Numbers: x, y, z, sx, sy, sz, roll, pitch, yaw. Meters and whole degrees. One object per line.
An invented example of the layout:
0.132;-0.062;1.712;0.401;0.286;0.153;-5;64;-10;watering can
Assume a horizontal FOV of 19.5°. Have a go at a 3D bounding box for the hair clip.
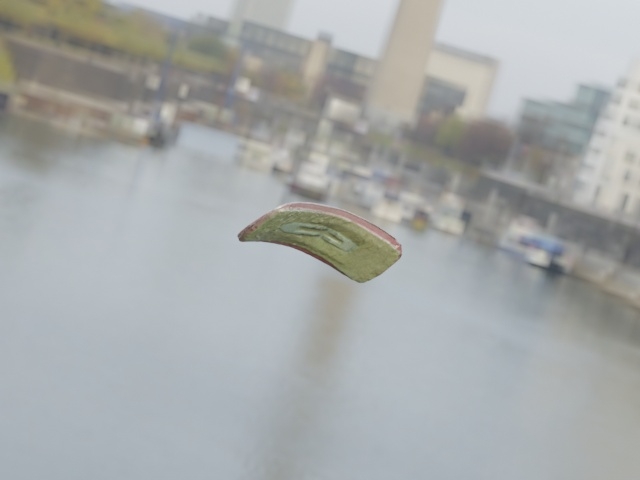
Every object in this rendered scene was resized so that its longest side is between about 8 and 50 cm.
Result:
0.000;-0.001;1.341;0.137;0.022;0.054;19;-42;-42;hair clip
